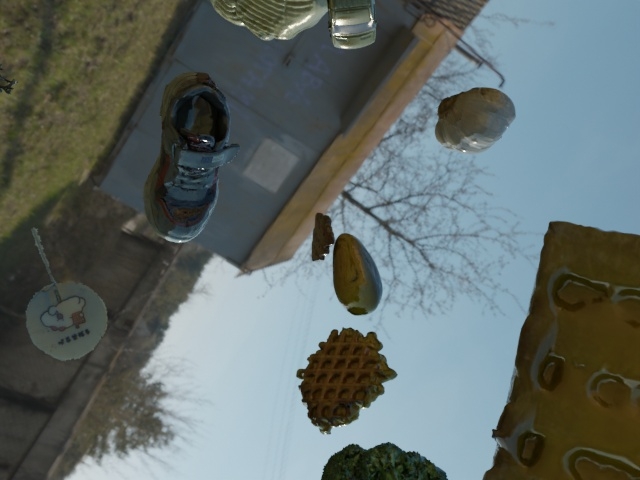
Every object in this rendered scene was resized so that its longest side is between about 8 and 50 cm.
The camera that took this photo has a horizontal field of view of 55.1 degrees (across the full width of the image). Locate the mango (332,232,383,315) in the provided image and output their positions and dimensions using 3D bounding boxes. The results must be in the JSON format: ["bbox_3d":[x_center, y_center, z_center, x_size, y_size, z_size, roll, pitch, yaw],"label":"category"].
[{"bbox_3d":[0.080,0.075,1.404,0.098,0.195,0.137,-17,173,26],"label":"mango"}]

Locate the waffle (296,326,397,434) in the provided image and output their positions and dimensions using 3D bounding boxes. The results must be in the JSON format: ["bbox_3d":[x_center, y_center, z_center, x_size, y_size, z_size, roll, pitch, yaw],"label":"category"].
[{"bbox_3d":[0.052,0.310,1.412,0.243,0.058,0.238,-42,-145,-2],"label":"waffle"}]

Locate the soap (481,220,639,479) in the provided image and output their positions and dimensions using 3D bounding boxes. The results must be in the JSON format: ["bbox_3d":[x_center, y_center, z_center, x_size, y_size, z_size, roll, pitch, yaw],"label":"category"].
[{"bbox_3d":[0.292,0.136,0.480,0.143,0.281,0.259,7,98,-69],"label":"soap"}]

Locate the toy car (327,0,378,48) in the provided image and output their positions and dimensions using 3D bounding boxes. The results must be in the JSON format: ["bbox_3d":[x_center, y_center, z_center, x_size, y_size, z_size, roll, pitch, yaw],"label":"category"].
[{"bbox_3d":[0.057,-0.492,1.193,0.124,0.101,0.256,-88,172,-54],"label":"toy car"}]

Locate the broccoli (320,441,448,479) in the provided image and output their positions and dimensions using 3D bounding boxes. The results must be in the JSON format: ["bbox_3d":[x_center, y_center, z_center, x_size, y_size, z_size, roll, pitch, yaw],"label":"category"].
[{"bbox_3d":[0.113,0.460,0.988,0.269,0.270,0.270,-60,-162,-11],"label":"broccoli"}]

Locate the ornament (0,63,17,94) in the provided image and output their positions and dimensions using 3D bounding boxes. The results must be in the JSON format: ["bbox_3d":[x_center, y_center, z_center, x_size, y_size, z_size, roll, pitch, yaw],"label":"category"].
[{"bbox_3d":[-0.471,-0.206,0.850,0.028,0.125,0.073,-62,146,-61],"label":"ornament"}]

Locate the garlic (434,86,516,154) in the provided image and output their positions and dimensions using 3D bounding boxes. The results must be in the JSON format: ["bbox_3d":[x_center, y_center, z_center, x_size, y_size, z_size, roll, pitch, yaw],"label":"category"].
[{"bbox_3d":[0.210,-0.158,0.833,0.113,0.094,0.074,-39,-157,51],"label":"garlic"}]

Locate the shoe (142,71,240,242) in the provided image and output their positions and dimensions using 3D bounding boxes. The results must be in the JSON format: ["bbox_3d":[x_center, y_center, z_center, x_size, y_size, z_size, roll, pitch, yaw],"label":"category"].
[{"bbox_3d":[-0.156,-0.108,0.779,0.126,0.100,0.227,6,-90,60],"label":"shoe"}]

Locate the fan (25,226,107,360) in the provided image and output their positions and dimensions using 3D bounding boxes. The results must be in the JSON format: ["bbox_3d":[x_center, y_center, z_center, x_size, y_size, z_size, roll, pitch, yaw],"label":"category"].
[{"bbox_3d":[-0.621,0.122,1.447,0.191,0.328,0.009,-23,-179,-44],"label":"fan"}]

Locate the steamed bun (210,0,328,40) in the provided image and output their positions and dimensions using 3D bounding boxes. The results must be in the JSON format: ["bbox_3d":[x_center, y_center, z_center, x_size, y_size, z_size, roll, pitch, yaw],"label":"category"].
[{"bbox_3d":[-0.107,-0.626,1.435,0.289,0.275,0.203,-2,-139,32],"label":"steamed bun"}]

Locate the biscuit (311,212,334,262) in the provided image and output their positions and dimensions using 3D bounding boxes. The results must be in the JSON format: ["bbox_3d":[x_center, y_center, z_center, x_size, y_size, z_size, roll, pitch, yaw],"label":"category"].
[{"bbox_3d":[0.000,0.000,1.433,0.119,0.019,0.129,-117,-144,-52],"label":"biscuit"}]
